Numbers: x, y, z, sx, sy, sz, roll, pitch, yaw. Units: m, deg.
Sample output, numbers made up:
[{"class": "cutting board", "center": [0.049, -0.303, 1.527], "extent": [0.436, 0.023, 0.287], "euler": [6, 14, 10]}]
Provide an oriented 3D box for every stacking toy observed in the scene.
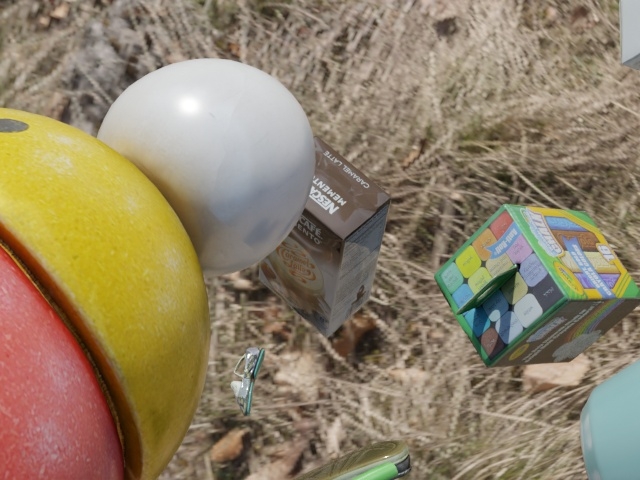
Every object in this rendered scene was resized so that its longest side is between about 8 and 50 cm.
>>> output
[{"class": "stacking toy", "center": [-0.174, 0.052, 0.506], "extent": [0.351, 0.480, 0.350], "euler": [25, 137, 25]}]

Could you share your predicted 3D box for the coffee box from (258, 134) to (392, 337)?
[{"class": "coffee box", "center": [0.000, 0.000, 1.479], "extent": [0.141, 0.246, 0.098], "euler": [39, 61, 20]}]

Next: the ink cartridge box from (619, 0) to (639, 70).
[{"class": "ink cartridge box", "center": [0.619, -0.310, 1.624], "extent": [0.211, 0.289, 0.121], "euler": [-32, 49, 59]}]

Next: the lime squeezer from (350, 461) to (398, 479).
[{"class": "lime squeezer", "center": [-0.048, 0.273, 0.814], "extent": [0.110, 0.059, 0.310], "euler": [36, 68, -11]}]

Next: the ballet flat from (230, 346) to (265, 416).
[{"class": "ballet flat", "center": [-0.112, 0.209, 1.651], "extent": [0.041, 0.041, 0.114], "euler": [-7, 51, 27]}]

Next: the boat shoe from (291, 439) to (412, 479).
[{"class": "boat shoe", "center": [0.007, 0.281, 1.181], "extent": [0.223, 0.080, 0.073], "euler": [-28, 89, 19]}]

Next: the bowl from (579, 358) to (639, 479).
[{"class": "bowl", "center": [0.464, 0.301, 1.531], "extent": [0.163, 0.311, 0.311], "euler": [-18, 79, 23]}]

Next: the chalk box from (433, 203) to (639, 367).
[{"class": "chalk box", "center": [0.307, 0.069, 1.658], "extent": [0.180, 0.289, 0.179], "euler": [-47, 57, 31]}]
